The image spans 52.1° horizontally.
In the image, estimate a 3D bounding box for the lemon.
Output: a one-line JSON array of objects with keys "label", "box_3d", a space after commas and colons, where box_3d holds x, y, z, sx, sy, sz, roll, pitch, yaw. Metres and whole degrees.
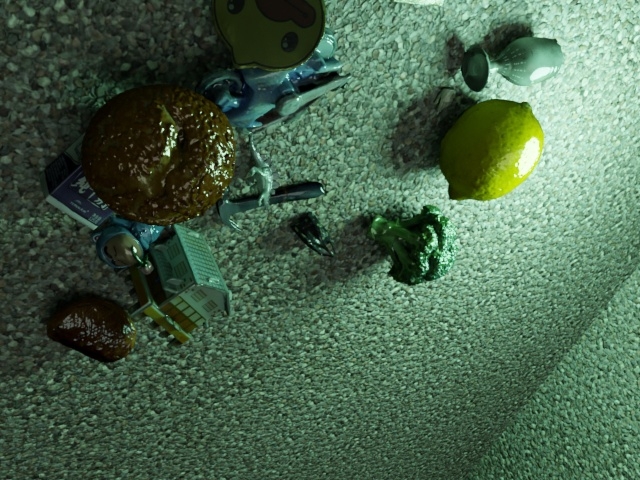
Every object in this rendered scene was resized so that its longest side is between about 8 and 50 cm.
[{"label": "lemon", "box_3d": [0.448, -0.236, 1.746, 0.245, 0.245, 0.320, 17, 120, -40]}]

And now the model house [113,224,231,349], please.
[{"label": "model house", "box_3d": [-0.345, 0.111, 1.588, 0.215, 0.224, 0.198, -35, 136, 2]}]

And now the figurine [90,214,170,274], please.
[{"label": "figurine", "box_3d": [-0.426, 0.002, 1.510, 0.178, 0.144, 0.114, -34, 142, -17]}]

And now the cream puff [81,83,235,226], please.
[{"label": "cream puff", "box_3d": [-0.302, -0.151, 1.257, 0.303, 0.212, 0.303, -14, 132, -16]}]

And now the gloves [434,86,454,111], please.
[{"label": "gloves", "box_3d": [0.324, -0.373, 1.706, 0.044, 0.037, 0.081, 15, 132, 2]}]

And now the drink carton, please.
[{"label": "drink carton", "box_3d": [-0.460, -0.150, 1.380, 0.222, 0.102, 0.134, -42, 134, 6]}]

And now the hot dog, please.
[{"label": "hot dog", "box_3d": [-0.574, 0.224, 1.638, 0.160, 0.099, 0.227, -41, 135, 6]}]

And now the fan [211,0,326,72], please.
[{"label": "fan", "box_3d": [-0.076, -0.476, 1.259, 0.229, 0.011, 0.335, 32, 93, -13]}]

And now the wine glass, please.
[{"label": "wine glass", "box_3d": [0.492, -0.452, 1.670, 0.241, 0.126, 0.126, -14, 133, -18]}]

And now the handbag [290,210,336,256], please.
[{"label": "handbag", "box_3d": [0.000, 0.000, 1.760, 0.072, 0.139, 0.115, -43, 136, -3]}]

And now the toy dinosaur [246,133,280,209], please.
[{"label": "toy dinosaur", "box_3d": [-0.143, -0.169, 1.578, 0.082, 0.039, 0.209, -32, 126, -30]}]

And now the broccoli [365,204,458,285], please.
[{"label": "broccoli", "box_3d": [0.260, 0.014, 1.880, 0.270, 0.270, 0.270, 23, 118, -6]}]

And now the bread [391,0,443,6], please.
[{"label": "bread", "box_3d": [0.223, -0.567, 1.473, 0.153, 0.028, 0.068, -6, 130, -28]}]

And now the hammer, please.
[{"label": "hammer", "box_3d": [-0.123, -0.102, 1.668, 0.289, 0.037, 0.137, -12, 132, -22]}]

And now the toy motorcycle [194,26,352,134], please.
[{"label": "toy motorcycle", "box_3d": [-0.092, -0.317, 1.389, 0.319, 0.182, 0.241, -24, 135, -3]}]
